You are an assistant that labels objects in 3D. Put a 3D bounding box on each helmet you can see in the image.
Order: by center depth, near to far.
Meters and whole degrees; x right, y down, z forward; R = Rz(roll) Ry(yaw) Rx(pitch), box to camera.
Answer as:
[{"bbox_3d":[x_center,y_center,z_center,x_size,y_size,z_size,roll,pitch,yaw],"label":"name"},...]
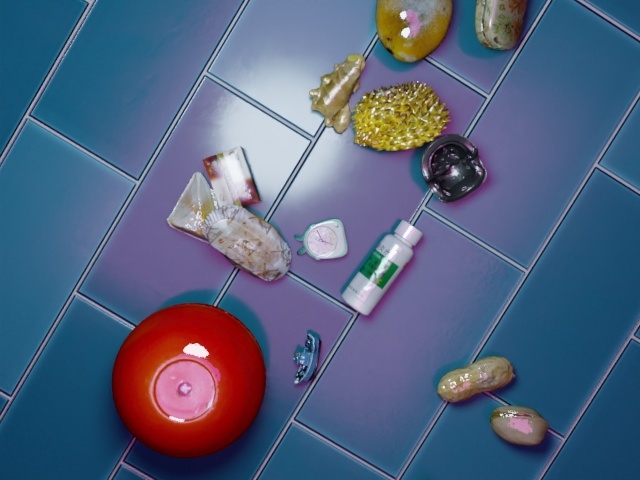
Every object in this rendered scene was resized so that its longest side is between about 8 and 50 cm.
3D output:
[{"bbox_3d":[0.326,-0.191,1.897,0.153,0.107,0.177,-30,108,1],"label":"helmet"}]

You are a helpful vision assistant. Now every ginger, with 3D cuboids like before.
[{"bbox_3d":[0.039,-0.383,1.894,0.115,0.081,0.206,19,100,10],"label":"ginger"}]

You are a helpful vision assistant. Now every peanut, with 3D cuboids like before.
[{"bbox_3d":[0.407,0.363,1.961,0.213,0.099,0.100,-18,95,6],"label":"peanut"}]

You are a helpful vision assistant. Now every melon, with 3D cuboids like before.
[{"bbox_3d":[-0.329,-0.067,1.905,0.139,0.093,0.203,-13,92,7],"label":"melon"}]

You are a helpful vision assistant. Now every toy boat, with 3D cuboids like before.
[{"bbox_3d":[-0.040,0.312,1.955,0.060,0.060,0.137,10,101,-21],"label":"toy boat"}]

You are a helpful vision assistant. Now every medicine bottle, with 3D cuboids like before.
[{"bbox_3d":[0.164,0.069,1.925,0.095,0.095,0.260,38,92,-4],"label":"medicine bottle"}]

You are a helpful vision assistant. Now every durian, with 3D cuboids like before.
[{"bbox_3d":[0.201,-0.320,1.856,0.249,0.183,0.138,-16,120,-4],"label":"durian"}]

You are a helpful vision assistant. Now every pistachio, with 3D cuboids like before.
[{"bbox_3d":[0.521,0.485,1.959,0.149,0.113,0.113,12,94,-3],"label":"pistachio"}]

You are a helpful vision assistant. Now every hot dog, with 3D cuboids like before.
[{"bbox_3d":[-0.178,0.007,1.880,0.144,0.075,0.268,-43,122,7],"label":"hot dog"}]

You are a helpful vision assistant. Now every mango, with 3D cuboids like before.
[{"bbox_3d":[0.240,-0.599,1.851,0.192,0.146,0.317,15,88,-9],"label":"mango"}]

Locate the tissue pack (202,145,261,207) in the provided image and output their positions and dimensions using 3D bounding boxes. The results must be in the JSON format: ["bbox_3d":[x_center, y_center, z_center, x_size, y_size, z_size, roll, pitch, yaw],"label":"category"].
[{"bbox_3d":[-0.225,-0.153,1.893,0.106,0.099,0.149,-20,95,0],"label":"tissue pack"}]

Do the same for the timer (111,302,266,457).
[{"bbox_3d":[-0.323,0.345,1.844,0.377,0.279,0.378,0,92,-3],"label":"timer"}]

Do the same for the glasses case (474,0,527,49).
[{"bbox_3d":[0.464,-0.689,1.847,0.098,0.156,0.426,11,96,41],"label":"glasses case"}]

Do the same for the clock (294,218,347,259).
[{"bbox_3d":[0.000,0.000,1.941,0.134,0.041,0.101,-10,95,0],"label":"clock"}]
